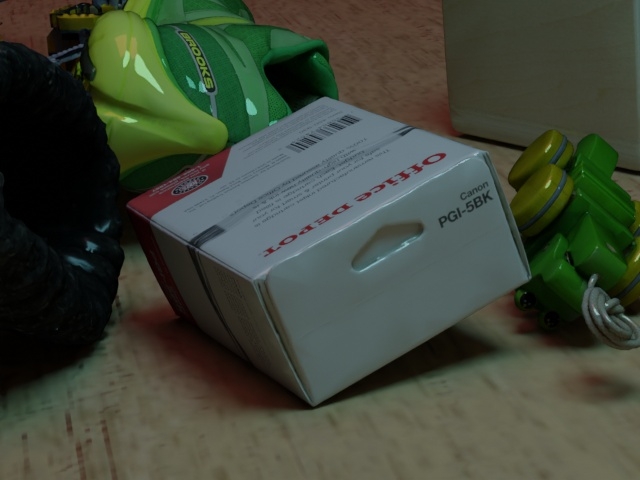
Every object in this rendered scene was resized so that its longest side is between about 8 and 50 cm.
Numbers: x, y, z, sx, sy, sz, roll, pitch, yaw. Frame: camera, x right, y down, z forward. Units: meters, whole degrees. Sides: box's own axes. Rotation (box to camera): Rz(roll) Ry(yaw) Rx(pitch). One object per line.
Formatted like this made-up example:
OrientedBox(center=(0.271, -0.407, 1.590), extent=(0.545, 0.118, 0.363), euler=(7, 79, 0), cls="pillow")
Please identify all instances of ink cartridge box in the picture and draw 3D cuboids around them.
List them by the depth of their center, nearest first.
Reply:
OrientedBox(center=(0.000, 0.000, 0.743), extent=(0.099, 0.056, 0.135), euler=(-29, 22, -16), cls="ink cartridge box")

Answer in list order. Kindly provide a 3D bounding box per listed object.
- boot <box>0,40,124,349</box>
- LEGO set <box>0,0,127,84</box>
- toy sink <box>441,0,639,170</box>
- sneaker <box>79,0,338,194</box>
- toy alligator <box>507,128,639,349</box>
OrientedBox(center=(-0.229, 0.011, 0.683), extent=(0.260, 0.131, 0.348), euler=(-2, 15, 13), cls="boot")
OrientedBox(center=(-0.259, -0.152, 1.162), extent=(0.331, 0.192, 0.255), euler=(5, 19, 32), cls="LEGO set")
OrientedBox(center=(0.200, -0.131, 1.047), extent=(0.234, 0.131, 0.153), euler=(-14, 18, -31), cls="toy sink")
OrientedBox(center=(-0.056, -0.067, 1.008), extent=(0.124, 0.109, 0.295), euler=(18, 14, -2), cls="sneaker")
OrientedBox(center=(0.091, 0.009, 0.748), extent=(0.051, 0.056, 0.189), euler=(-47, 11, 21), cls="toy alligator")
